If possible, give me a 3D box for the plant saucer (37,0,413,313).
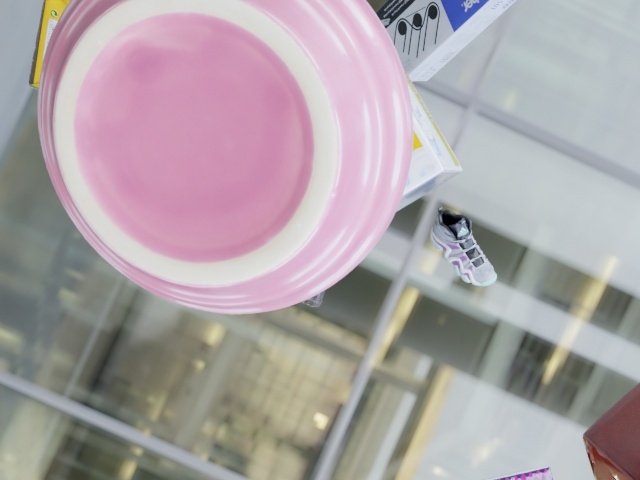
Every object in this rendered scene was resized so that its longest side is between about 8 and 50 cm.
[{"bbox_3d":[-0.092,-0.091,1.391,0.332,0.332,0.084,-64,171,22],"label":"plant saucer"}]

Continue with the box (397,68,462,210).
[{"bbox_3d":[0.041,-0.130,1.708,0.114,0.203,0.103,-32,173,14],"label":"box"}]

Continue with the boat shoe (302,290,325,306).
[{"bbox_3d":[0.000,0.000,2.045,0.081,0.069,0.227,-58,-177,40],"label":"boat shoe"}]

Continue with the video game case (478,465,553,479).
[{"bbox_3d":[0.163,0.352,2.219,0.210,0.232,0.041,-22,-103,38],"label":"video game case"}]

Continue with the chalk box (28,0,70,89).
[{"bbox_3d":[-0.194,-0.236,1.747,0.213,0.132,0.132,-62,172,-52],"label":"chalk box"}]

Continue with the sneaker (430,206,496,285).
[{"bbox_3d":[0.159,0.002,1.850,0.038,0.098,0.069,-35,152,-25],"label":"sneaker"}]

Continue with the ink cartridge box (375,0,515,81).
[{"bbox_3d":[0.147,-0.275,1.936,0.207,0.046,0.097,-40,-115,48],"label":"ink cartridge box"}]

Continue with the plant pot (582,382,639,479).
[{"bbox_3d":[0.435,0.267,1.789,0.267,0.236,0.267,-130,-160,-73],"label":"plant pot"}]
